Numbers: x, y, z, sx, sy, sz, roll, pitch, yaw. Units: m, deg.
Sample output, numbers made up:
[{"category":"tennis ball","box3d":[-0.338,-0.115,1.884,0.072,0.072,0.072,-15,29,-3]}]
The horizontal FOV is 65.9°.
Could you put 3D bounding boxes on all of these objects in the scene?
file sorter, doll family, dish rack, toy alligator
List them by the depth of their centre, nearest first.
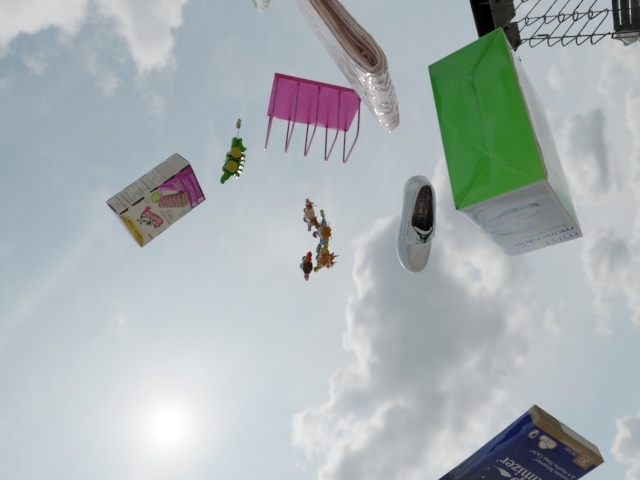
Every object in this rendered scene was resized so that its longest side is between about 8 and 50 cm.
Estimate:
[{"category":"dish rack","box3d":[0.352,-0.374,0.726,0.074,0.272,0.208,-43,-55,-19]},{"category":"toy alligator","box3d":[-0.223,-0.235,1.337,0.051,0.056,0.189,19,-101,-25]},{"category":"doll family","box3d":[0.000,0.000,1.556,0.119,0.163,0.262,1,-85,-5]},{"category":"file sorter","box3d":[-0.028,-0.381,1.610,0.291,0.202,0.182,9,-116,-10]}]

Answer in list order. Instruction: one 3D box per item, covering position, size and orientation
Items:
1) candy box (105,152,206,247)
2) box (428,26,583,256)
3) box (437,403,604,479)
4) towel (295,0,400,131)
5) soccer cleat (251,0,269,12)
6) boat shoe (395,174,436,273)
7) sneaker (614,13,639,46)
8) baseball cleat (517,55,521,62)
[{"category":"candy box","box3d":[-0.444,-0.110,1.360,0.233,0.071,0.159,-41,-28,-19]},{"category":"box","box3d":[0.284,-0.136,0.764,0.231,0.127,0.261,27,-129,-47]},{"category":"box","box3d":[0.308,0.367,0.782,0.136,0.225,0.036,34,-156,-11]},{"category":"towel","box3d":[0.038,-0.365,0.893,0.317,0.053,0.332,57,-170,9]},{"category":"soccer cleat","box3d":[-0.186,-0.741,1.482,0.068,0.196,0.076,36,-104,-8]},{"category":"boat shoe","box3d":[0.179,-0.022,0.886,0.066,0.063,0.184,4,-73,-7]},{"category":"sneaker","box3d":[0.752,-0.504,1.116,0.099,0.121,0.262,51,-163,8]},{"category":"baseball cleat","box3d":[0.416,-0.458,1.208,0.072,0.109,0.205,-11,-105,-26]}]
